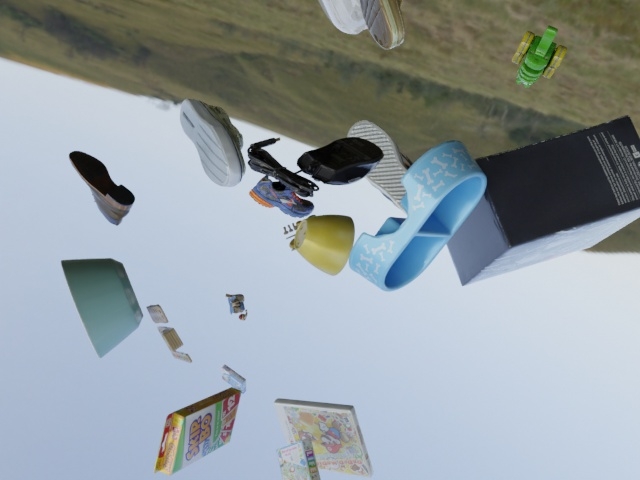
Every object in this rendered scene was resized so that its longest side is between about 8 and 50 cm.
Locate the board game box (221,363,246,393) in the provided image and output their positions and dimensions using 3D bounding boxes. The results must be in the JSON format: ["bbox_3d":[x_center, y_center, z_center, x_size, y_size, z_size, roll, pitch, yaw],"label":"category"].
[{"bbox_3d":[-0.284,0.456,2.290,0.090,0.090,0.020,32,-123,16],"label":"board game box"}]

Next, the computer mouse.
[{"bbox_3d":[-0.015,-0.146,1.307,0.184,0.060,0.262,31,-142,26],"label":"computer mouse"}]

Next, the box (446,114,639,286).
[{"bbox_3d":[0.434,-0.063,1.391,0.313,0.178,0.343,-16,166,-6],"label":"box"}]

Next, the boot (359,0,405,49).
[{"bbox_3d":[0.141,-0.393,1.072,0.165,0.077,0.213,-8,-112,-16],"label":"boot"}]

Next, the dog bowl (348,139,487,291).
[{"bbox_3d":[0.172,-0.031,1.200,0.166,0.297,0.074,2,-142,-52],"label":"dog bowl"}]

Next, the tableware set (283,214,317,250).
[{"bbox_3d":[-0.033,-0.015,1.693,0.104,0.024,0.154,-24,-154,-1],"label":"tableware set"}]

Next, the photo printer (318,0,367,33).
[{"bbox_3d":[0.017,-0.611,1.534,0.307,0.107,0.256,59,-173,-36],"label":"photo printer"}]

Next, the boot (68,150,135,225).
[{"bbox_3d":[-0.585,-0.133,1.825,0.219,0.106,0.082,43,-136,9],"label":"boot"}]

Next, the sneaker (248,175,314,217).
[{"bbox_3d":[-0.103,-0.131,2.095,0.221,0.087,0.083,16,-156,-38],"label":"sneaker"}]

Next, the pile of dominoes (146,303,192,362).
[{"bbox_3d":[-0.468,0.284,2.080,0.040,0.195,0.251,-32,-173,-23],"label":"pile of dominoes"}]

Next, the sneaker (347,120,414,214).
[{"bbox_3d":[0.193,-0.178,1.863,0.321,0.126,0.127,54,-166,15],"label":"sneaker"}]

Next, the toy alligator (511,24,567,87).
[{"bbox_3d":[0.281,-0.229,0.934,0.056,0.051,0.189,28,177,7],"label":"toy alligator"}]

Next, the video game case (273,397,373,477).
[{"bbox_3d":[0.006,0.491,1.740,0.227,0.206,0.026,-3,-156,32],"label":"video game case"}]

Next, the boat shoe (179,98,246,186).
[{"bbox_3d":[-0.213,-0.219,1.483,0.094,0.109,0.302,-5,-139,-28],"label":"boat shoe"}]

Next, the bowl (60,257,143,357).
[{"bbox_3d":[-0.632,0.174,2.065,0.163,0.311,0.311,-22,-146,-15],"label":"bowl"}]

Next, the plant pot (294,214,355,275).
[{"bbox_3d":[0.000,0.000,1.485,0.095,0.134,0.134,16,-161,-21],"label":"plant pot"}]

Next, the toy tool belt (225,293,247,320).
[{"bbox_3d":[-0.246,0.191,2.006,0.051,0.052,0.083,7,-124,-39],"label":"toy tool belt"}]

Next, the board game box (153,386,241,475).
[{"bbox_3d":[-0.248,0.391,1.442,0.039,0.124,0.259,17,-173,23],"label":"board game box"}]

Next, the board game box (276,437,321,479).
[{"bbox_3d":[-0.052,0.523,1.617,0.026,0.154,0.103,-5,-110,-29],"label":"board game box"}]
